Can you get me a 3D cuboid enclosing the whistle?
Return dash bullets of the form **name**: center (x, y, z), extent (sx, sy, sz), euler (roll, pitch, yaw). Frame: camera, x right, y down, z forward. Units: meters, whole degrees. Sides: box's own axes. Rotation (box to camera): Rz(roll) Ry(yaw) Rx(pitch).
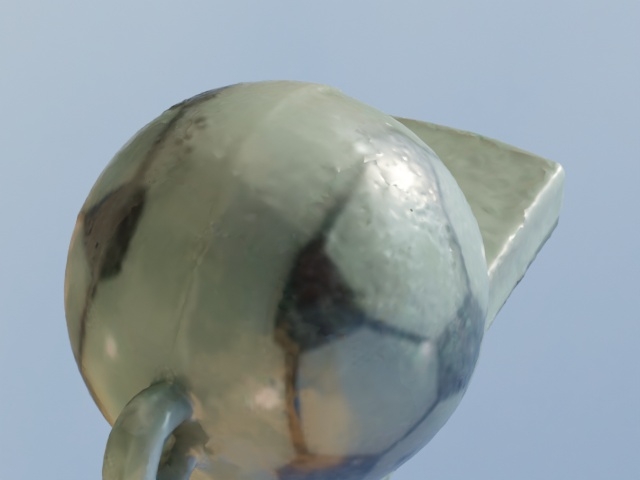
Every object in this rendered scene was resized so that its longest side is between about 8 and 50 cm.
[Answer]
- **whistle**: center (0.000, 0.000, 0.708), extent (0.163, 0.163, 0.290), euler (-38, -169, 45)
